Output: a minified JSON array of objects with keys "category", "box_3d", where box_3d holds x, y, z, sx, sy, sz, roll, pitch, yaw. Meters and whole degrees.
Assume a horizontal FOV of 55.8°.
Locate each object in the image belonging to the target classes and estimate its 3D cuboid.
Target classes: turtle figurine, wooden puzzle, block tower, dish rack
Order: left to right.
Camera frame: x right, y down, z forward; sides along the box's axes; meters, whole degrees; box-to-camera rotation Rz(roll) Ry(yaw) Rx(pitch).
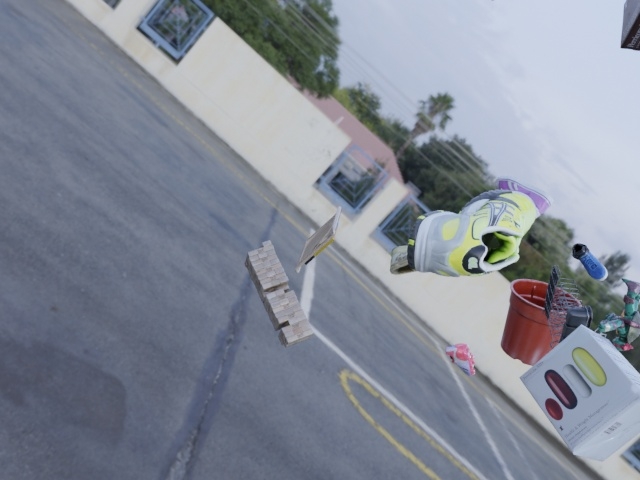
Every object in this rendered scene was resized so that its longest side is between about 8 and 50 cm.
[{"category":"block tower","box_3d":[-0.139,0.172,1.926,0.336,0.097,0.091,65,-22,19]},{"category":"wooden puzzle","box_3d":[0.000,0.000,2.274,0.044,0.239,0.221,38,26,-10]},{"category":"dish rack","box_3d":[0.751,0.218,1.867,0.074,0.208,0.272,3,35,6]},{"category":"turtle figurine","box_3d":[0.873,0.230,1.753,0.118,0.234,0.175,21,4,23]}]

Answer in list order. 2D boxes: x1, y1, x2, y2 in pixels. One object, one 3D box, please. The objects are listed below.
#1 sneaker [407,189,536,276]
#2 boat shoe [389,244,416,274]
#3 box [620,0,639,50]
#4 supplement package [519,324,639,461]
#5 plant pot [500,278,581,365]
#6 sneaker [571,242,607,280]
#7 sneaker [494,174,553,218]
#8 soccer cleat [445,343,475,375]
[{"category":"sneaker","box_3d":[0.327,0.000,1.155,0.147,0.145,0.384,20,29,39]},{"category":"boat shoe","box_3d":[0.367,0.066,2.011,0.104,0.285,0.089,46,47,-41]},{"category":"box","box_3d":[0.923,-0.604,1.580,0.203,0.167,0.168,12,-21,10]},{"category":"supplement package","box_3d":[0.594,0.334,1.324,0.149,0.194,0.203,26,24,-38]},{"category":"plant pot","box_3d":[0.845,0.332,2.382,0.272,0.265,0.272,10,21,-4]},{"category":"sneaker","box_3d":[0.893,0.068,2.020,0.084,0.058,0.152,31,29,-29]},{"category":"sneaker","box_3d":[0.735,-0.151,2.324,0.102,0.161,0.282,45,-2,-31]},{"category":"soccer cleat","box_3d":[0.577,0.487,2.476,0.248,0.095,0.083,57,34,-53]}]
